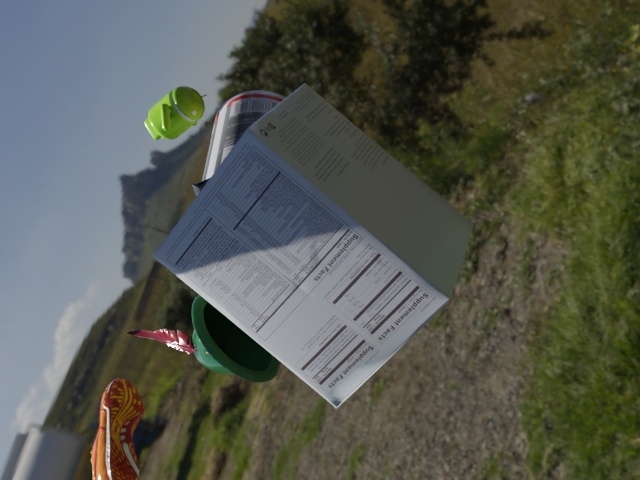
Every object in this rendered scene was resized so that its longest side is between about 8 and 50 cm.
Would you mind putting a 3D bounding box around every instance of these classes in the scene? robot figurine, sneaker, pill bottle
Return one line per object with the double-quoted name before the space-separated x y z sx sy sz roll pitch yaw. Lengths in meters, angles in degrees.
"robot figurine" -0.245 -0.217 1.430 0.115 0.067 0.101 -33 -4 26
"sneaker" -0.269 0.251 1.079 0.067 0.064 0.175 -39 32 25
"pill bottle" -0.104 -0.087 1.316 0.161 0.161 0.283 118 162 -46

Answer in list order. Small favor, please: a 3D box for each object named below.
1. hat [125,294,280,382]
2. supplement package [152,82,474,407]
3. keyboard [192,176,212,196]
"hat" -0.190 0.198 1.377 0.183 0.173 0.208 -46 37 23
"supplement package" 0.000 0.000 0.945 0.198 0.263 0.199 -49 3 29
"keyboard" -0.119 -0.010 1.128 0.023 0.108 0.180 52 163 51
